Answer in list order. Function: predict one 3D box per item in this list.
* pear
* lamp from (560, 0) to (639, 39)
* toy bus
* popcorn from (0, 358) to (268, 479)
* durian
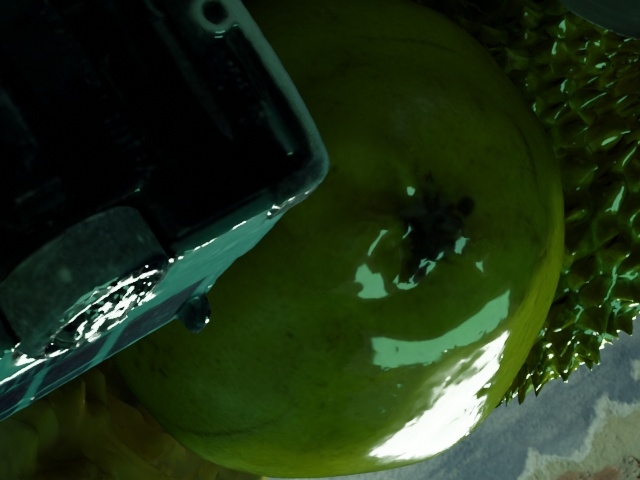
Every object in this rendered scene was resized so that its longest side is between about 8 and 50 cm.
[{"bbox_3d":[0.000,0.000,0.789,0.212,0.212,0.269,-34,-174,-16],"label":"pear"},{"bbox_3d":[0.181,-0.198,0.749,0.227,0.147,0.172,-41,155,-44],"label":"lamp"},{"bbox_3d":[-0.140,0.009,0.509,0.256,0.128,0.147,-30,173,-27],"label":"toy bus"},{"bbox_3d":[-0.142,0.143,0.868,0.225,0.265,0.332,-16,-152,40],"label":"popcorn"},{"bbox_3d":[0.096,-0.041,0.979,0.200,0.176,0.237,120,-13,-69],"label":"durian"}]
